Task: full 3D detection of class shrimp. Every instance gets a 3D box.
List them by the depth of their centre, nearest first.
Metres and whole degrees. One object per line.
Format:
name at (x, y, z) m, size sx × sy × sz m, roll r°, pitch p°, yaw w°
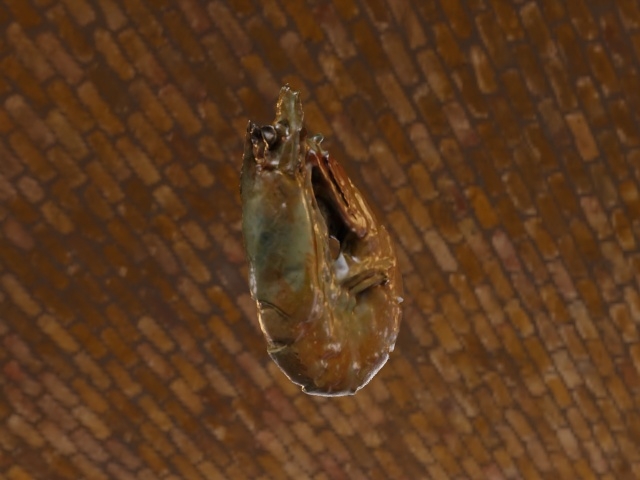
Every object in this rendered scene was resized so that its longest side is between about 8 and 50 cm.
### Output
shrimp at (-0.001, 0.000, 0.894) m, size 0.051 × 0.115 × 0.217 m, roll -1°, pitch -76°, yaw 52°
